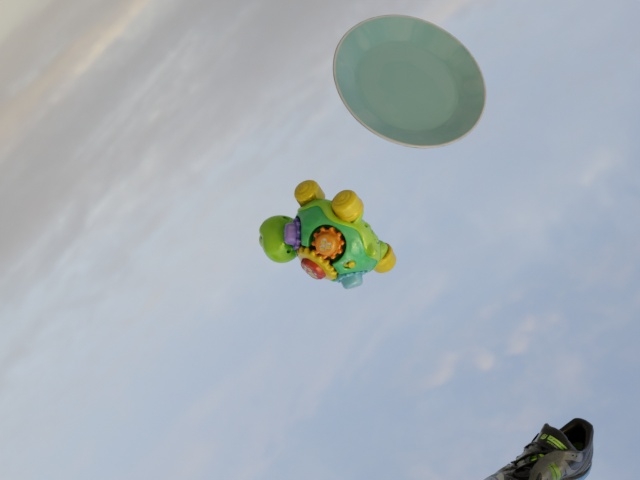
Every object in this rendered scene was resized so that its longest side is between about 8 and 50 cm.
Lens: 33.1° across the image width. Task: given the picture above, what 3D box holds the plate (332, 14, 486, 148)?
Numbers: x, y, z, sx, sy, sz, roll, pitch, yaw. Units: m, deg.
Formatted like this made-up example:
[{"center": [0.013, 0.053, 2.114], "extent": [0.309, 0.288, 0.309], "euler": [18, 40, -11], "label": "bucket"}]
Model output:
[{"center": [0.103, -0.183, 1.262], "extent": [0.188, 0.188, 0.024], "euler": [-64, -179, -31], "label": "plate"}]

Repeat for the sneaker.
[{"center": [0.220, 0.229, 1.099], "extent": [0.067, 0.078, 0.188], "euler": [26, -151, 37], "label": "sneaker"}]

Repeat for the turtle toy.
[{"center": [0.000, 0.000, 0.949], "extent": [0.130, 0.095, 0.066], "euler": [17, -119, 45], "label": "turtle toy"}]
